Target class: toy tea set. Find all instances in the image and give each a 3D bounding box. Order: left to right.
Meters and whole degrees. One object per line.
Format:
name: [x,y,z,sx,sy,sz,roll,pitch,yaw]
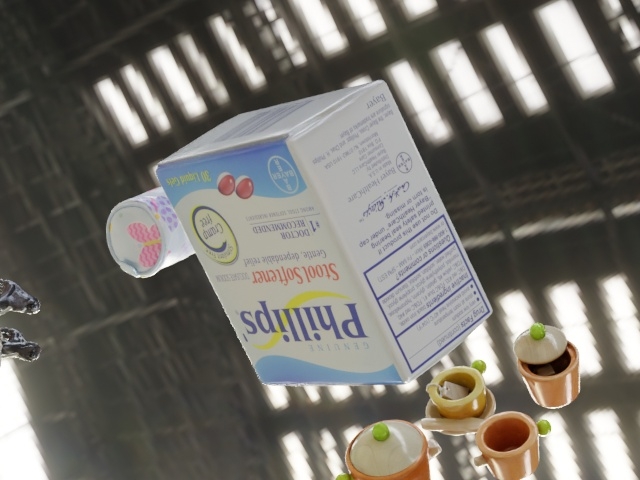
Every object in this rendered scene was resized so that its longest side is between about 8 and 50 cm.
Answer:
toy tea set: [0.169,0.204,1.883,0.200,0.336,0.124,10,-45,33]

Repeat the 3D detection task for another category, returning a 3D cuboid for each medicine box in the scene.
medicine box: [0.000,0.000,1.761,0.263,0.149,0.289,-8,-68,53]

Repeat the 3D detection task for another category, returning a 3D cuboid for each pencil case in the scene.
pencil case: [-0.191,-0.032,2.399,0.113,0.273,0.124,38,-58,21]

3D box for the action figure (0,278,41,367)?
action figure: [-0.473,0.151,2.125,0.141,0.276,0.164,4,-72,17]
